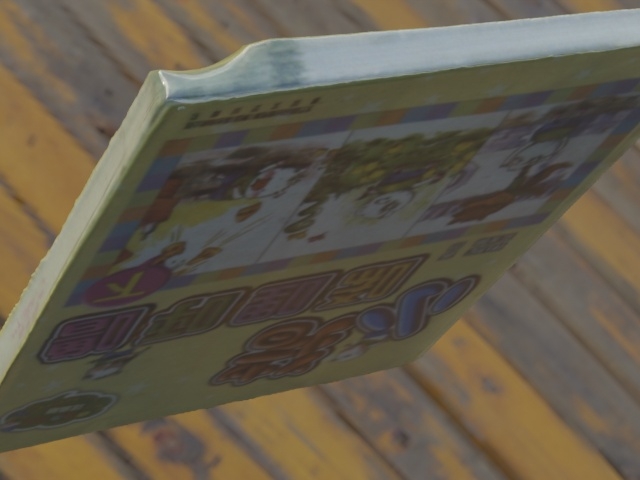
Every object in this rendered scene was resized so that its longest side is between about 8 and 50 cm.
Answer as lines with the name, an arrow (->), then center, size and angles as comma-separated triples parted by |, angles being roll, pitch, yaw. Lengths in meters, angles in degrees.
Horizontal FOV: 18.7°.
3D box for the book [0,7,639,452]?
book -> 0.000, 0.000, 0.527 | 0.168, 0.192, 0.013 | -10, 65, -30
